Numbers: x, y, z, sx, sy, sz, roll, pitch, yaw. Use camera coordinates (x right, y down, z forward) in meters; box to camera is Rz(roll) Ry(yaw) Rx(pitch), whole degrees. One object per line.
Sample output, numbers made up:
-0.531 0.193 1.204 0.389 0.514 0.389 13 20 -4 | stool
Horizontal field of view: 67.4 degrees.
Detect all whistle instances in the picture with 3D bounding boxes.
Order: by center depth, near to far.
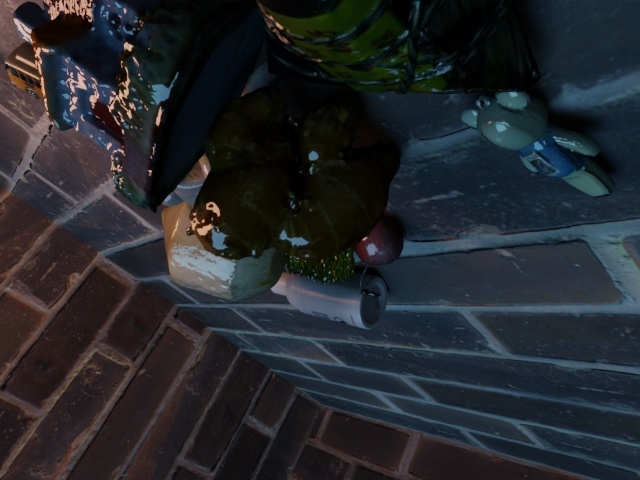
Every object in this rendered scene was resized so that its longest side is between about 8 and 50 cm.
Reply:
0.303 -0.130 0.644 0.236 0.077 0.114 29 164 -14 | whistle

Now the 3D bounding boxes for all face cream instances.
-0.006 0.144 1.354 0.370 0.145 0.145 6 146 37 | face cream

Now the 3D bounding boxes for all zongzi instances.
0.009 -0.272 0.518 0.363 0.318 0.384 5 164 36 | zongzi

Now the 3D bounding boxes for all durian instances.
0.000 0.000 1.117 0.159 0.168 0.351 -2 151 3 | durian

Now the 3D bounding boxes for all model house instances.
-0.287 -0.286 0.668 0.339 0.297 0.360 34 147 -6 | model house

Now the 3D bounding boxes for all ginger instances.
-0.032 -0.101 0.787 0.358 0.273 0.152 2 -176 -15 | ginger

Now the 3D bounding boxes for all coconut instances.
-0.235 -0.015 1.139 0.329 0.328 0.328 23 153 12 | coconut

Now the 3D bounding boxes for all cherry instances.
0.130 0.038 1.061 0.107 0.090 0.225 -11 132 -5 | cherry

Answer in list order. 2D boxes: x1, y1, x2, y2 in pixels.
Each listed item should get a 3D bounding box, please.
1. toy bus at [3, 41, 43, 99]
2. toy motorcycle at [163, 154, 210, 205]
-0.608 -0.366 1.086 0.182 0.091 0.103 27 152 0 | toy bus
-0.226 -0.157 0.947 0.341 0.222 0.107 11 152 27 | toy motorcycle
